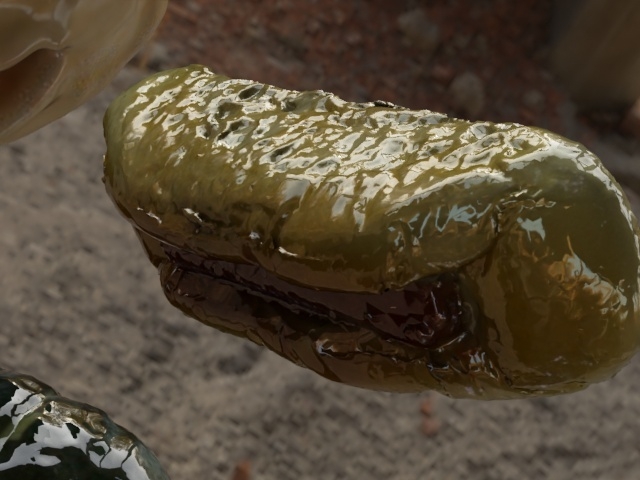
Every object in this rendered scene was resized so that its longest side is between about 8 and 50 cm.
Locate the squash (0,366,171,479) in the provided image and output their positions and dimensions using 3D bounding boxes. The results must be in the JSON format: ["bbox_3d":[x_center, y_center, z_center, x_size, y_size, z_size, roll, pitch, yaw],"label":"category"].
[{"bbox_3d":[-0.164,0.179,0.854,0.252,0.252,0.165,34,55,3],"label":"squash"}]

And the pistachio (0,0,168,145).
[{"bbox_3d":[-0.226,-0.138,0.859,0.318,0.193,0.214,-4,49,-4],"label":"pistachio"}]

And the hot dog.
[{"bbox_3d":[0.000,0.000,0.577,0.073,0.084,0.242,-42,36,-26],"label":"hot dog"}]
